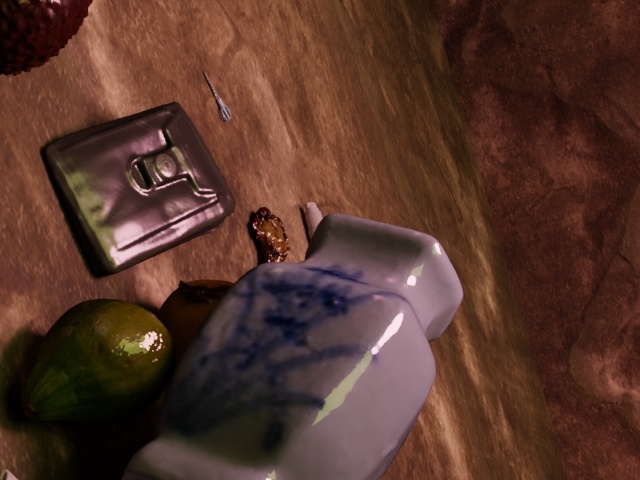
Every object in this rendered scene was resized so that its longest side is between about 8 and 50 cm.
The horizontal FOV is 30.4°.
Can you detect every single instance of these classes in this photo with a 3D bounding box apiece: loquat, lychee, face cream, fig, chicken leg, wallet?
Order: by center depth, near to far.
[{"bbox_3d":[-0.214,0.125,1.110,0.123,0.123,0.156,64,32,-15],"label":"fig"},{"bbox_3d":[-0.309,-0.249,1.139,0.194,0.194,0.194,53,25,-38],"label":"lychee"},{"bbox_3d":[-0.120,0.110,1.350,0.141,0.141,0.141,53,25,-38],"label":"loquat"},{"bbox_3d":[-0.203,-0.064,1.366,0.245,0.052,0.168,-29,97,-54],"label":"wallet"},{"bbox_3d":[-0.075,0.011,1.713,0.062,0.037,0.145,18,49,-38],"label":"chicken leg"},{"bbox_3d":[0.000,0.000,1.924,0.034,0.034,0.130,15,56,-67],"label":"face cream"}]

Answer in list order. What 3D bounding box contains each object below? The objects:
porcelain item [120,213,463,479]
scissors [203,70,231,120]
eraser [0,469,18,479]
[{"bbox_3d":[-0.021,0.144,1.172,0.405,0.242,0.178,-50,146,-44],"label":"porcelain item"},{"bbox_3d":[-0.156,-0.218,1.776,0.083,0.006,0.036,64,18,-13],"label":"scissors"},{"bbox_3d":[-0.229,0.298,0.959,0.210,0.068,0.124,57,22,-33],"label":"eraser"}]
